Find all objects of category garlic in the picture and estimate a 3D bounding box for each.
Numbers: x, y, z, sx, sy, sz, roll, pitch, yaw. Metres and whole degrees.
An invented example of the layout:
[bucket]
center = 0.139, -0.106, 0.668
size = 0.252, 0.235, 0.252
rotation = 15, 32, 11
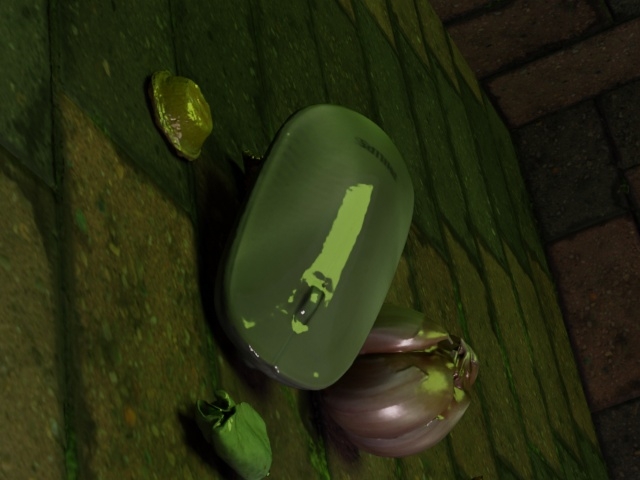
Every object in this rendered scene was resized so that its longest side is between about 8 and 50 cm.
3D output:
[garlic]
center = 0.085, 0.176, 1.618
size = 0.214, 0.191, 0.160
rotation = 65, 37, -54

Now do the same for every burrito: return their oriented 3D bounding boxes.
[burrito]
center = -0.082, 0.172, 1.274
size = 0.118, 0.044, 0.074
rotation = 49, 23, -53

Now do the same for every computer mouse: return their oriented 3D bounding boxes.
[computer mouse]
center = 0.004, -0.001, 1.472
size = 0.197, 0.095, 0.331
rotation = 38, 53, -23

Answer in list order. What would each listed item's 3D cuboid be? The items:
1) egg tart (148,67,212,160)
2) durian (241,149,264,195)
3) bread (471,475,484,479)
[egg tart]
center = -0.143, -0.136, 1.480
size = 0.105, 0.039, 0.105
rotation = -22, 90, -76
[durian]
center = -0.007, -0.003, 1.644
size = 0.252, 0.144, 0.139
rotation = 47, 4, -40
[bread]
center = 0.233, 0.386, 2.019
size = 0.083, 0.036, 0.047
rotation = -95, 165, -48
